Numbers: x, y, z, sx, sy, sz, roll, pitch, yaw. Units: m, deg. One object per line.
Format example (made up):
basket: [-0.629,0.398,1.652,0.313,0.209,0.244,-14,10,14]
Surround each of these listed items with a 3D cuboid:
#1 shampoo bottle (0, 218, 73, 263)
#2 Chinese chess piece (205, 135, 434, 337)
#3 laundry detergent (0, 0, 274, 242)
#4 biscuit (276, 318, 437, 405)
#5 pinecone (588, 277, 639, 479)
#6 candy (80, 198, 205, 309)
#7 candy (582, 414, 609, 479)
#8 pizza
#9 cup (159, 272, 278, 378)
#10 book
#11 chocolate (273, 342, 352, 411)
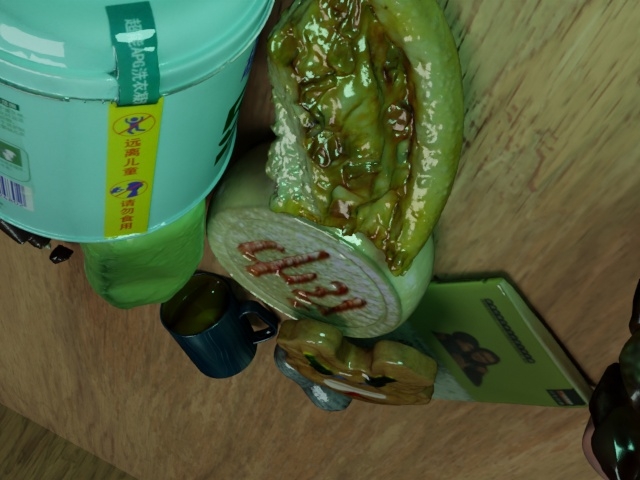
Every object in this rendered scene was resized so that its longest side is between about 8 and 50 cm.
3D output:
shampoo bottle: [-0.496,-0.048,1.499,0.236,0.067,0.068,48,165,-32]
Chinese chess piece: [0.000,0.000,1.084,0.270,0.112,0.270,22,151,13]
laundry detergent: [-0.189,-0.188,0.774,0.287,0.287,0.305,29,151,1]
biscuit: [0.049,0.173,1.220,0.202,0.047,0.334,15,165,7]
pinecone: [0.402,0.137,0.695,0.398,0.397,0.397,22,150,14]
candy: [-0.206,-0.012,1.053,0.132,0.142,0.343,57,162,8]
candy: [0.441,0.251,1.096,0.255,0.094,0.255,22,150,14]
pizza: [0.038,-0.103,0.829,0.074,0.182,0.365,-119,21,-48]
cup: [-0.153,0.138,1.433,0.150,0.113,0.138,15,149,29]
book: [0.151,0.135,1.235,0.352,0.035,0.239,-6,134,47]
chocolate: [-0.008,0.207,1.455,0.072,0.072,0.167,-8,131,48]
